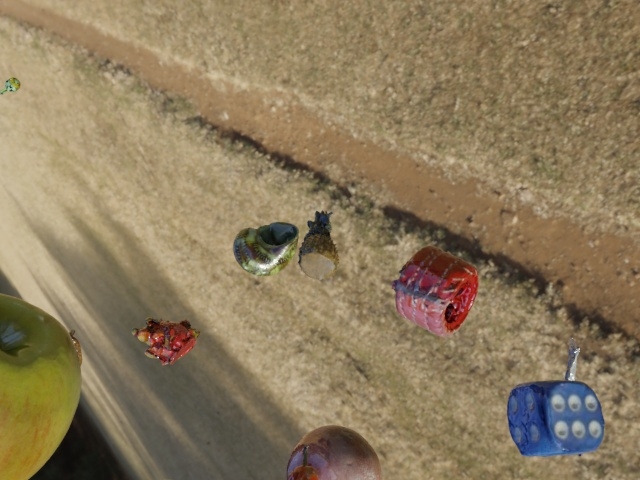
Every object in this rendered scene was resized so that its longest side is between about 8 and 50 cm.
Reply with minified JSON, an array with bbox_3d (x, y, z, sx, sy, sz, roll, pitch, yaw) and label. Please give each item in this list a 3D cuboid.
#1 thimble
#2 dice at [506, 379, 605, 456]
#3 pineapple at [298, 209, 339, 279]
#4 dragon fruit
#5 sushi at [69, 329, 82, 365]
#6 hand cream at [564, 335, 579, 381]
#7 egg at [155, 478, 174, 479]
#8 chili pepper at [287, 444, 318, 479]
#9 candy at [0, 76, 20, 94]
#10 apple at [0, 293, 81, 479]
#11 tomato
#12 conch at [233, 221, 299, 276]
[{"bbox_3d":[0.244,0.106,1.380,0.125,0.163,0.189,28,170,30],"label":"thimble"},{"bbox_3d":[0.469,0.359,1.327,0.146,0.143,0.146,134,136,-64],"label":"dice"},{"bbox_3d":[0.000,0.000,1.836,0.251,0.125,0.125,-84,-19,-58],"label":"pineapple"},{"bbox_3d":[-0.446,0.286,1.899,0.208,0.133,0.150,24,-169,-34],"label":"dragon fruit"},{"bbox_3d":[-0.625,0.285,1.635,0.055,0.052,0.120,12,110,52],"label":"sushi"},{"bbox_3d":[0.691,0.396,1.796,0.084,0.050,0.256,-37,-59,-75],"label":"hand cream"},{"bbox_3d":[-0.459,0.768,1.935,0.164,0.131,0.131,11,142,7],"label":"egg"},{"bbox_3d":[-0.029,0.406,1.018,0.059,0.191,0.050,34,123,-20],"label":"chili pepper"},{"bbox_3d":[-0.568,-0.263,1.169,0.023,0.083,0.025,59,-169,-28],"label":"candy"},{"bbox_3d":[-0.553,0.244,1.039,0.338,0.305,0.338,43,-170,-10],"label":"apple"},{"bbox_3d":[0.041,0.632,1.817,0.270,0.270,0.227,33,110,43],"label":"tomato"},{"bbox_3d":[-0.166,0.022,1.930,0.182,0.187,0.124,25,140,17],"label":"conch"}]
